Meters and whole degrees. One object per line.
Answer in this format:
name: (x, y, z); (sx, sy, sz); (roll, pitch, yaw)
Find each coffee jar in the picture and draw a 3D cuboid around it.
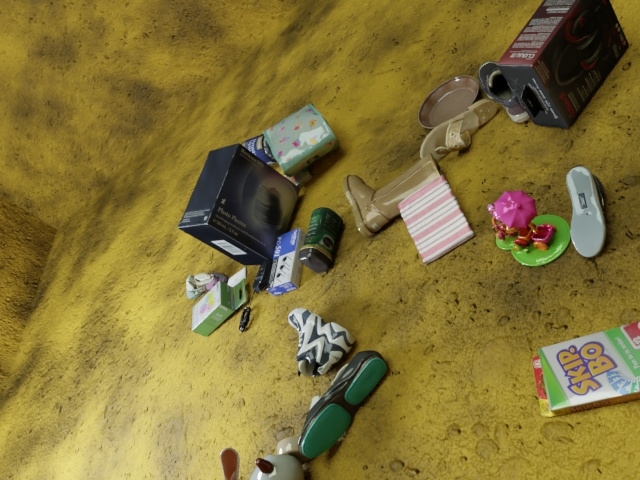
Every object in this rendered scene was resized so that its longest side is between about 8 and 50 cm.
coffee jar: (0.000, 0.000, 1.661); (0.079, 0.096, 0.184); (-16, 46, 43)

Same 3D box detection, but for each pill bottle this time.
pill bottle: (-0.208, -0.358, 2.207); (0.219, 0.123, 0.122); (-11, 50, 43)

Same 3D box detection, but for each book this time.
book: (-0.098, -0.212, 2.031); (0.144, 0.035, 0.096); (-37, 38, 14)

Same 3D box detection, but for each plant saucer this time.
plant saucer: (0.381, -0.398, 1.661); (0.199, 0.036, 0.198); (-30, 39, 28)

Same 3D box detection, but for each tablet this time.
tablet: (-0.287, 0.131, 1.939); (0.083, 0.006, 0.054); (-35, 37, 21)

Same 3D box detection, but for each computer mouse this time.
computer mouse: (-0.199, 0.176, 1.776); (0.071, 0.041, 0.242); (-12, 54, 65)

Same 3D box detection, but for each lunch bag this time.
lunch bag: (-0.063, -0.341, 1.970); (0.223, 0.160, 0.262); (-31, 32, 4)

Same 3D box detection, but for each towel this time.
towel: (0.288, -0.053, 1.416); (0.144, 0.029, 0.197); (-34, 56, 23)

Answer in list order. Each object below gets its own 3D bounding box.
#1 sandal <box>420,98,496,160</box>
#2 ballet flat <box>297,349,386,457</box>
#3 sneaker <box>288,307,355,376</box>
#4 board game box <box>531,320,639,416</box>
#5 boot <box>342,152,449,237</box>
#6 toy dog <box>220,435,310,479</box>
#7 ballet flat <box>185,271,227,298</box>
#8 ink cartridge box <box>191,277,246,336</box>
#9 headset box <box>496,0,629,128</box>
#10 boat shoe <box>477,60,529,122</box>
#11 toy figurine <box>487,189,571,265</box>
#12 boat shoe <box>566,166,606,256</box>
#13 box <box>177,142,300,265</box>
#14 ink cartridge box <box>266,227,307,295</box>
sandal: (0.376, -0.286, 1.515); (0.240, 0.088, 0.079); (-38, 30, 9)
ballet flat: (0.042, 0.365, 1.286); (0.280, 0.095, 0.096); (-46, 23, -13)
sneaker: (-0.035, 0.270, 1.446); (0.235, 0.094, 0.153); (19, 64, 43)
board game box: (0.490, 0.216, 0.966); (0.259, 0.039, 0.124); (-28, 39, 33)
boot: (0.208, -0.157, 1.584); (0.269, 0.089, 0.236); (-34, 53, 23)
toy dog: (-0.164, 0.556, 1.264); (0.334, 0.161, 0.220); (-45, 34, 8)
ballet flat: (-0.427, 0.150, 2.014); (0.221, 0.079, 0.077); (-19, 46, 37)
ink cartridge box: (-0.335, 0.209, 1.850); (0.209, 0.062, 0.109); (-42, 34, 22)
headset box: (0.561, -0.423, 1.321); (0.293, 0.218, 0.110); (-52, 34, -5)
boat shoe: (0.489, -0.420, 1.510); (0.103, 0.092, 0.285); (-35, 37, 21)
toy figurine: (0.410, -0.044, 1.186); (0.173, 0.159, 0.130); (13, 68, 53)
boat shoe: (0.546, -0.056, 1.137); (0.065, 0.083, 0.183); (-12, 77, 43)
box: (-0.257, -0.111, 1.851); (0.183, 0.296, 0.294); (-5, 61, 45)
ink cartridge box: (-0.102, 0.066, 1.758); (0.097, 0.046, 0.207); (-21, 43, 33)
